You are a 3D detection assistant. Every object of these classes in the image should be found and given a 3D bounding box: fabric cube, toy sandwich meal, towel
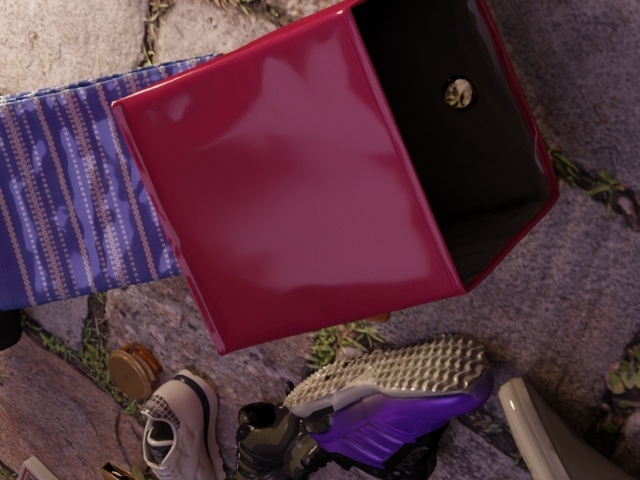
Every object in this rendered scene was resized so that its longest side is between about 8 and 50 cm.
[{"bbox_3d":[0.023,-0.078,1.317,0.258,0.259,0.254,-18,100,33],"label":"fabric cube"},{"bbox_3d":[-0.244,0.171,1.920,0.085,0.029,0.085,26,135,30],"label":"toy sandwich meal"},{"bbox_3d":[-0.238,-0.060,1.615,0.336,0.040,0.243,-12,106,7],"label":"towel"}]

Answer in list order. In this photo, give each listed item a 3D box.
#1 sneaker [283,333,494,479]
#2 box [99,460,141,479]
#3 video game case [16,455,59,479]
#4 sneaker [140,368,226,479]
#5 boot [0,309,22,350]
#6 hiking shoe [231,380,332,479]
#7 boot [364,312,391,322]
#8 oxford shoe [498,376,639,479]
[{"bbox_3d":[0.098,0.195,1.585,0.293,0.102,0.146,-16,108,51],"label":"sneaker"},{"bbox_3d":[-0.212,0.395,1.989,0.164,0.021,0.201,25,148,32],"label":"box"},{"bbox_3d":[-0.368,0.481,2.224,0.285,0.025,0.204,42,135,15],"label":"video game case"},{"bbox_3d":[-0.185,0.279,1.885,0.090,0.095,0.235,16,128,32],"label":"sneaker"},{"bbox_3d":[-0.400,0.024,1.868,0.367,0.146,0.445,26,140,1],"label":"boot"},{"bbox_3d":[-0.064,0.255,1.785,0.227,0.086,0.114,-43,70,42],"label":"hiking shoe"},{"bbox_3d":[0.000,0.000,1.564,0.197,0.073,0.152,27,134,31],"label":"boot"},{"bbox_3d":[0.332,0.311,1.429,0.130,0.169,0.449,-37,77,7],"label":"oxford shoe"}]
